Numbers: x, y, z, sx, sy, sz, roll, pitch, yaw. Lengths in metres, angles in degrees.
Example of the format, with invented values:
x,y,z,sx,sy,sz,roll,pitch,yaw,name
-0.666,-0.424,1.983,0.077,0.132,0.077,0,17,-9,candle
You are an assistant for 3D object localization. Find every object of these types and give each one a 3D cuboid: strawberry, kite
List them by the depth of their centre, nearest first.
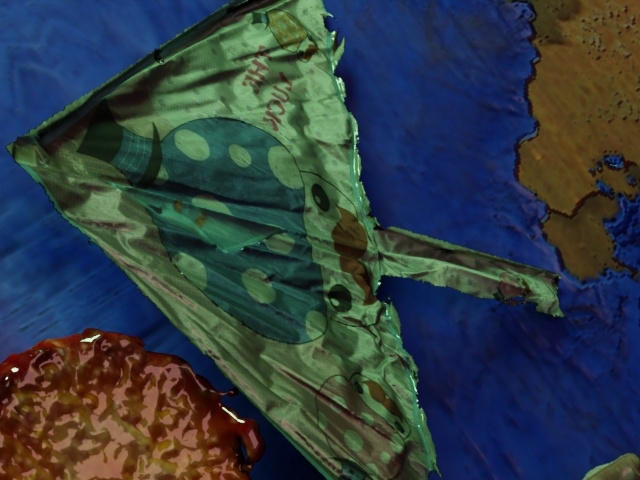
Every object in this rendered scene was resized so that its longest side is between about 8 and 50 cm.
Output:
x,y,z,sx,sy,sz,roll,pitch,yaw,name
-0.103,0.111,0.725,0.145,0.086,0.145,9,65,-21,strawberry
0.000,0.000,0.814,0.368,0.014,0.406,15,50,-37,kite

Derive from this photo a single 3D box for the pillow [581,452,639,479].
x,y,z,sx,sy,sz,roll,pitch,yaw,name
0.173,0.248,0.828,0.135,0.049,0.248,-29,88,-32,pillow
